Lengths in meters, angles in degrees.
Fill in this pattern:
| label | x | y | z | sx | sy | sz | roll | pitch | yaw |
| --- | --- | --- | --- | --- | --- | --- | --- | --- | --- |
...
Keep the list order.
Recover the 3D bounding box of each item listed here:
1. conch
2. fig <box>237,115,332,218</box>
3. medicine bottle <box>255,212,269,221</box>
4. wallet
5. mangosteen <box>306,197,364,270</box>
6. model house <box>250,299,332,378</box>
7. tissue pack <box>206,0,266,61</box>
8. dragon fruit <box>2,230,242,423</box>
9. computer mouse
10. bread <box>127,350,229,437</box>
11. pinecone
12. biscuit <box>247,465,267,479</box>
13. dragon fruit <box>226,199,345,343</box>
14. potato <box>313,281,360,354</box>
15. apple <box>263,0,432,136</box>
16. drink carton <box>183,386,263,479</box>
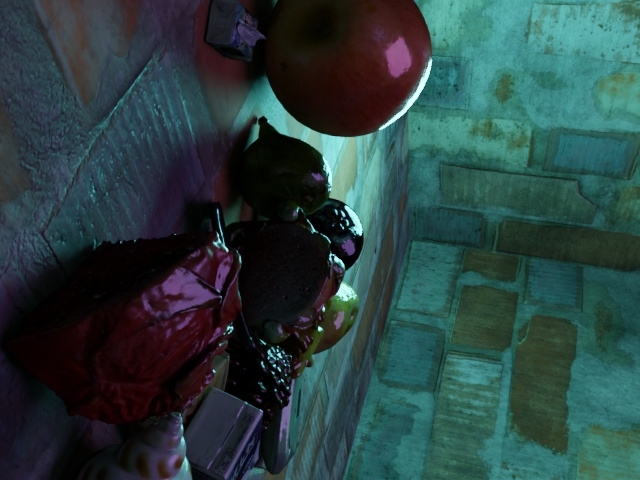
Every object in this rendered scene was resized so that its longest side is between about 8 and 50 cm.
| label | x | y | z | sx | sy | sz | roll | pitch | yaw |
| --- | --- | --- | --- | --- | --- | --- | --- | --- | --- |
| conch | -0.279 | 0.364 | 1.086 | 0.148 | 0.275 | 0.182 | 50 | 11 | -23 |
| fig | -0.080 | -0.170 | 1.588 | 0.203 | 0.203 | 0.235 | 78 | 4 | -55 |
| medicine bottle | -0.100 | -0.111 | 1.708 | 0.086 | 0.086 | 0.183 | -12 | 110 | -75 |
| wallet | -0.170 | 0.065 | 1.397 | 0.146 | 0.030 | 0.285 | -171 | -112 | -80 |
| mangosteen | 0.008 | 0.002 | 1.979 | 0.216 | 0.216 | 0.216 | 9 | 90 | -76 |
| model house | -0.086 | 0.158 | 1.702 | 0.199 | 0.220 | 0.229 | -49 | 147 | -46 |
| tissue pack | -0.151 | -0.386 | 1.356 | 0.111 | 0.079 | 0.085 | 13 | 87 | -76 |
| dragon fruit | -0.233 | 0.123 | 1.065 | 0.330 | 0.303 | 0.240 | 69 | -2 | -47 |
| computer mouse | -0.109 | 0.473 | 2.018 | 0.197 | 0.095 | 0.330 | 60 | 36 | -83 |
| bread | -0.251 | 0.285 | 1.274 | 0.192 | 0.110 | 0.209 | -55 | 163 | -50 |
| pinecone | -0.157 | 0.295 | 1.542 | 0.201 | 0.203 | 0.229 | -56 | -176 | -5 |
| biscuit | -0.200 | 0.617 | 1.821 | 0.239 | 0.062 | 0.108 | 47 | 55 | -71 |
| dragon fruit | -0.087 | 0.063 | 1.533 | 0.130 | 0.269 | 0.295 | 2 | 105 | -87 |
| potato | -0.012 | 0.195 | 1.992 | 0.285 | 0.243 | 0.242 | -42 | 139 | -64 |
| apple | 0.051 | -0.413 | 1.592 | 0.364 | 0.364 | 0.363 | 9 | 90 | -76 |
| drink carton | -0.176 | 0.372 | 1.268 | 0.222 | 0.102 | 0.134 | 100 | 14 | -52 |
